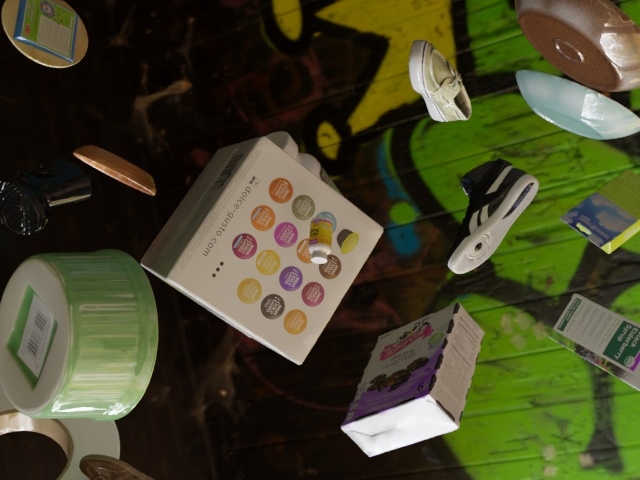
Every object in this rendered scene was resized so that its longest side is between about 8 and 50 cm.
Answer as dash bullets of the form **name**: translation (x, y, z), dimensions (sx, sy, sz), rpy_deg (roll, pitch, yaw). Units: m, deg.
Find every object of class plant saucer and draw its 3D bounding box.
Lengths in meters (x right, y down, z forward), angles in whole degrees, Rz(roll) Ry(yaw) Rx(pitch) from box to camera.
- **plant saucer**: translation (0.297, -0.232, 0.850), dimensions (0.199, 0.036, 0.198), rpy_deg (39, -177, -2)
- **plant saucer**: translation (-0.459, -0.164, 1.660), dimensions (0.037, 0.200, 0.200), rpy_deg (-63, -30, -6)
- **plant saucer**: translation (0.360, -0.184, 1.047), dimensions (0.037, 0.195, 0.195), rpy_deg (-65, -22, 6)

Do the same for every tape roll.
- **tape roll**: translation (-0.592, 0.431, 1.432), dimensions (0.392, 0.392, 0.072), rpy_deg (-75, 2, -53)

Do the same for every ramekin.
- **ramekin**: translation (-0.426, 0.160, 1.251), dimensions (0.148, 0.303, 0.303), rpy_deg (7, -111, -48)

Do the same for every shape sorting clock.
- **shape sorting clock**: translation (-0.652, -0.503, 1.741), dimensions (0.206, 0.040, 0.206), rpy_deg (24, -124, -40)

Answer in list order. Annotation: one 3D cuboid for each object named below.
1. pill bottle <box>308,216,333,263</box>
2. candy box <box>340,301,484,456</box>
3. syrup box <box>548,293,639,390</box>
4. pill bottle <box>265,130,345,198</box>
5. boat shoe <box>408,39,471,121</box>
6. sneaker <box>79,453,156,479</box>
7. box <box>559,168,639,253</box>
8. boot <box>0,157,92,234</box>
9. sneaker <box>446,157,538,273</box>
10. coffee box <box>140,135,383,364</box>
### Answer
- **pill bottle**: translation (0.000, 0.000, 1.391), dimensions (0.043, 0.043, 0.083), rpy_deg (44, -135, -55)
- **candy box**: translation (0.135, 0.198, 1.057), dimensions (0.070, 0.165, 0.196), rpy_deg (48, -142, -14)
- **syrup box**: translation (0.501, 0.180, 1.206), dimensions (0.096, 0.093, 0.237), rpy_deg (29, -177, -26)
- **pill bottle**: translation (-0.054, -0.101, 1.956), dimensions (0.363, 0.210, 0.210), rpy_deg (53, -151, -30)
- **boat shoe**: translation (0.286, -0.374, 1.722), dimensions (0.302, 0.094, 0.109), rpy_deg (37, -117, -61)
- **sneaker**: translation (-0.368, 0.463, 1.363), dimensions (0.188, 0.066, 0.071), rpy_deg (25, -141, -5)
- **box**: translation (0.552, -0.052, 1.380), dimensions (0.109, 0.178, 0.042), rpy_deg (46, 165, 41)
- **boot**: translation (-0.523, -0.093, 1.407), dimensions (0.207, 0.247, 0.094), rpy_deg (-22, -63, -46)
- **sneaker**: translation (0.279, -0.050, 1.319), dimensions (0.121, 0.217, 0.079), rpy_deg (43, -178, 41)
- **coffee box**: translation (-0.136, 0.017, 1.584), dimensions (0.334, 0.338, 0.337), rpy_deg (37, -102, -20)
